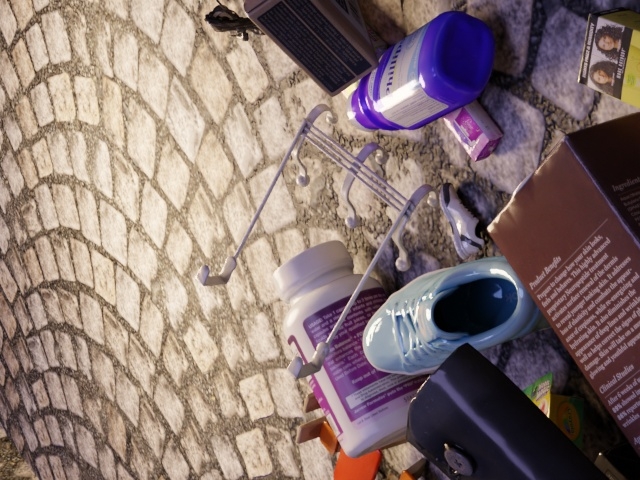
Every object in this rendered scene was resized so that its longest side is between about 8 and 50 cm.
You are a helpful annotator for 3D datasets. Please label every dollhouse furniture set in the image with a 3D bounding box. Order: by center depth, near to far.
[{"bbox_3d":[0.050,0.400,1.895,0.262,0.135,0.259,45,138,35],"label":"dollhouse furniture set"}]

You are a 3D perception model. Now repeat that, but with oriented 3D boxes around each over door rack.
[{"bbox_3d":[0.000,0.000,1.680,0.239,0.108,0.324,41,102,30],"label":"over door rack"}]

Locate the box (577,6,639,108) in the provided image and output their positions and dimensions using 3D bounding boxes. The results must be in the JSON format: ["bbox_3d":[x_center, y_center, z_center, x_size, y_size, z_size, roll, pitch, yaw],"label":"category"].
[{"bbox_3d":[0.377,-0.169,1.215,0.232,0.058,0.087,35,131,43],"label":"box"}]

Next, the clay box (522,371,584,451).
[{"bbox_3d":[0.285,0.288,1.480,0.127,0.053,0.222,121,160,-67],"label":"clay box"}]

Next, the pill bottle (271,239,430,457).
[{"bbox_3d":[0.047,0.158,1.756,0.301,0.169,0.169,62,146,14],"label":"pill bottle"}]

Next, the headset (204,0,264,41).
[{"bbox_3d":[-0.167,-0.507,1.826,0.243,0.185,0.394,-28,66,53],"label":"headset"}]

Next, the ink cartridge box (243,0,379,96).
[{"bbox_3d":[-0.027,-0.334,1.542,0.088,0.193,0.235,-31,48,19],"label":"ink cartridge box"}]

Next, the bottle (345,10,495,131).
[{"bbox_3d":[0.120,-0.205,1.527,0.283,0.092,0.118,-19,54,66],"label":"bottle"}]

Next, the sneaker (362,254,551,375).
[{"bbox_3d":[0.161,0.091,1.512,0.366,0.150,0.135,-28,70,42],"label":"sneaker"}]

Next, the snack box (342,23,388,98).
[{"bbox_3d":[0.032,-0.280,1.689,0.141,0.037,0.100,50,140,30],"label":"snack box"}]

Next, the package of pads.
[{"bbox_3d":[0.196,-0.149,1.515,0.083,0.032,0.050,56,144,22],"label":"package of pads"}]

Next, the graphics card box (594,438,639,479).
[{"bbox_3d":[0.393,0.443,1.451,0.233,0.094,0.371,48,139,34],"label":"graphics card box"}]

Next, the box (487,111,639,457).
[{"bbox_3d":[0.366,0.072,1.276,0.381,0.143,0.191,58,145,18],"label":"box"}]

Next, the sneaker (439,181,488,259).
[{"bbox_3d":[0.194,-0.030,1.579,0.043,0.040,0.109,-26,75,25],"label":"sneaker"}]

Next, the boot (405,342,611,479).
[{"bbox_3d":[0.293,0.270,1.229,0.445,0.146,0.367,48,148,20],"label":"boot"}]
